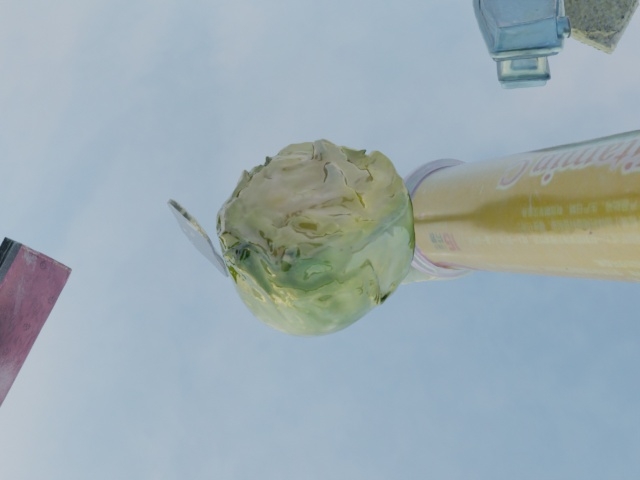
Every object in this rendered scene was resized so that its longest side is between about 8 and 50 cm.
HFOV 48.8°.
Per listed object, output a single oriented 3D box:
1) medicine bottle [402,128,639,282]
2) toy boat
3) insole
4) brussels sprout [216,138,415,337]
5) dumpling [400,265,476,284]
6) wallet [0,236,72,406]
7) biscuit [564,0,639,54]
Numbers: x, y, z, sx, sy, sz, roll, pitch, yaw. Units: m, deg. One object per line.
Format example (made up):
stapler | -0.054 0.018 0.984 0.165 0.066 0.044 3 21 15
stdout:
medicine bottle | 0.177 -0.018 0.445 0.108 0.108 0.426 -57 -165 -9
toy boat | 0.238 -0.269 0.840 0.109 0.098 0.238 -3 -136 13
insole | -0.136 0.000 0.810 0.081 0.248 0.011 44 -101 6
brussels sprout | -0.001 0.005 0.535 0.149 0.122 0.151 14 -129 23
dumpling | 0.205 -0.011 1.151 0.229 0.124 0.151 -9 -97 -18
wallet | -0.390 0.119 0.848 0.025 0.119 0.232 20 -102 22
biscuit | 0.344 -0.385 1.027 0.250 0.046 0.147 30 -82 13
